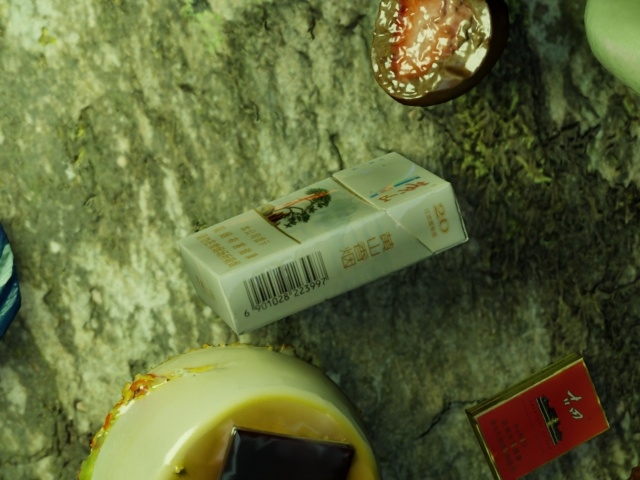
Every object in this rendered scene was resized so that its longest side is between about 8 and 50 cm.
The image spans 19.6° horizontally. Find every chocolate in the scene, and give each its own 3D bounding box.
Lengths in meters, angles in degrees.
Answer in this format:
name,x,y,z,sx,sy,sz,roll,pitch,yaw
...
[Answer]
name,x,y,z,sx,sy,sz,roll,pitch,yaw
chocolate,0.104,-0.188,1.712,0.127,0.124,0.133,30,112,-39

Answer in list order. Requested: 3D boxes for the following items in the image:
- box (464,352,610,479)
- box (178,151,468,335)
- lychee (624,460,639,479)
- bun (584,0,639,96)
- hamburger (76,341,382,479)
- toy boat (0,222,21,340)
name,x,y,z,sx,sy,sz,roll,pitch,yaw
box,0.222,0.183,1.894,0.133,0.023,0.090,-26,112,-11
box,0.001,0.000,1.704,0.233,0.149,0.067,-23,112,-13
lychee,0.387,0.283,1.887,0.188,0.188,0.188,-5,104,-18
bun,0.401,-0.198,1.746,0.283,0.283,0.179,-31,130,-10
hamburger,-0.083,0.229,1.718,0.294,0.179,0.276,9,103,-24
toy boat,-0.413,0.019,1.629,0.291,0.067,0.220,34,90,-12
